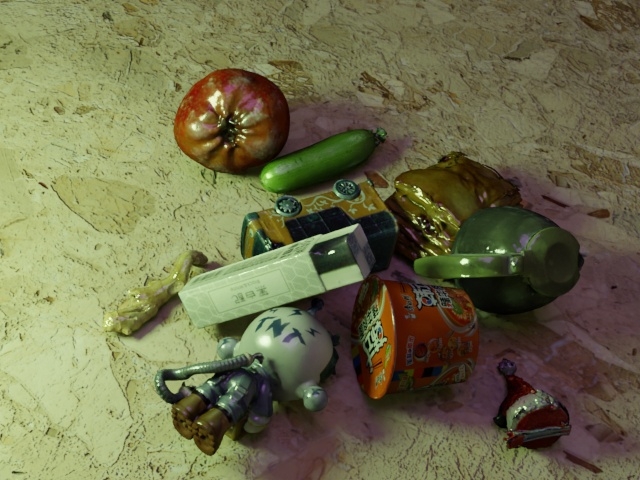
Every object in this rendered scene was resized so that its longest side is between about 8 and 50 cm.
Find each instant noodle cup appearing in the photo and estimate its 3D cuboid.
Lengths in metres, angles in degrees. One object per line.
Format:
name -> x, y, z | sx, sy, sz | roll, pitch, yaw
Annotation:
instant noodle cup -> 0.189, 0.192, 1.754 | 0.192, 0.250, 0.250 | 1, 47, -18

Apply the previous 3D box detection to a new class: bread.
bread -> 0.313, -0.079, 2.052 | 0.324, 0.167, 0.277 | -32, 58, -29

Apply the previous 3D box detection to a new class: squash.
squash -> 0.015, -0.204, 2.182 | 0.378, 0.101, 0.101 | -24, 54, -28

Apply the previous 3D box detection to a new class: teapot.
teapot -> 0.399, 0.025, 1.838 | 0.321, 0.239, 0.240 | 26, 79, -21

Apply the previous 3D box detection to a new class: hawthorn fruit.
hawthorn fruit -> -0.210, -0.289, 2.133 | 0.284, 0.284, 0.284 | 3, 47, -3

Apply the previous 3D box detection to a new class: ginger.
ginger -> -0.353, 0.107, 1.880 | 0.089, 0.075, 0.288 | 28, 54, 25

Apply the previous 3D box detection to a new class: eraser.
eraser -> -0.091, 0.076, 1.761 | 0.403, 0.096, 0.098 | -17, 15, 26

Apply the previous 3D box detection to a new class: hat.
hat -> 0.402, 0.322, 1.754 | 0.140, 0.129, 0.227 | -24, 32, 1

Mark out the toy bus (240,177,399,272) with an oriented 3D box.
toy bus -> 0.000, 0.000, 1.952 | 0.323, 0.162, 0.194 | -17, 54, -23

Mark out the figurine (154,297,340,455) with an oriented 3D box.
figurine -> -0.111, 0.266, 1.682 | 0.261, 0.186, 0.382 | 37, 49, 17
